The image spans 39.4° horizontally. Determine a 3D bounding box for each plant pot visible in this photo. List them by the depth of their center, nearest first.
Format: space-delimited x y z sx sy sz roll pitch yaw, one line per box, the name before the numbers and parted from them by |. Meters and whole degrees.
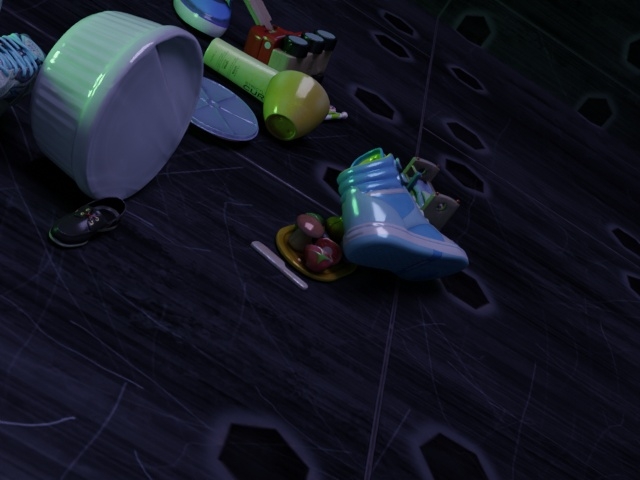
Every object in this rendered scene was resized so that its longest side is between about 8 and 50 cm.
plant pot | -0.061 -0.253 1.768 0.134 0.134 0.095 32 52 -6

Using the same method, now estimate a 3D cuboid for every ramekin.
ramekin | -0.293 -0.200 1.276 0.127 0.273 0.273 30 26 13

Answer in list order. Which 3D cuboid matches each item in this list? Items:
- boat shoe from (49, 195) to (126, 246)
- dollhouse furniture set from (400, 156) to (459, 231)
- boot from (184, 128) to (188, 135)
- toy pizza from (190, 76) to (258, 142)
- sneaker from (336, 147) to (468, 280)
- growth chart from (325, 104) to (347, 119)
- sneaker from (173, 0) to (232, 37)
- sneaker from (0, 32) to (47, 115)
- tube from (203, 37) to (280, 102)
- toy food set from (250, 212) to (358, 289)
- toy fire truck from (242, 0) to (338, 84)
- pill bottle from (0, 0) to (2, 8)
boat shoe | -0.314 -0.028 1.210 0.049 0.042 0.133 43 30 8
dollhouse furniture set | 0.144 -0.088 1.714 0.183 0.129 0.129 18 32 -30
boot | -0.289 -0.203 1.509 0.121 0.045 0.099 41 31 10
toy pizza | -0.209 -0.244 1.670 0.201 0.032 0.201 26 29 -16
sneaker | 0.147 -0.050 1.566 0.319 0.127 0.208 20 54 -52
growth chart | -0.065 -0.337 1.985 0.237 0.021 0.172 43 30 15
sneaker | -0.226 -0.624 2.018 0.130 0.236 0.323 22 30 -23
sneaker | -0.428 -0.236 1.175 0.110 0.122 0.283 59 -9 -10
tube | -0.127 -0.332 1.845 0.240 0.070 0.062 32 67 1
toy food set | 0.000 0.000 1.480 0.128 0.071 0.218 44 29 15
toy fire truck | -0.109 -0.450 1.957 0.246 0.159 0.217 29 28 15
pill bottle | -0.616 -0.388 1.335 0.245 0.130 0.130 32 28 -7
